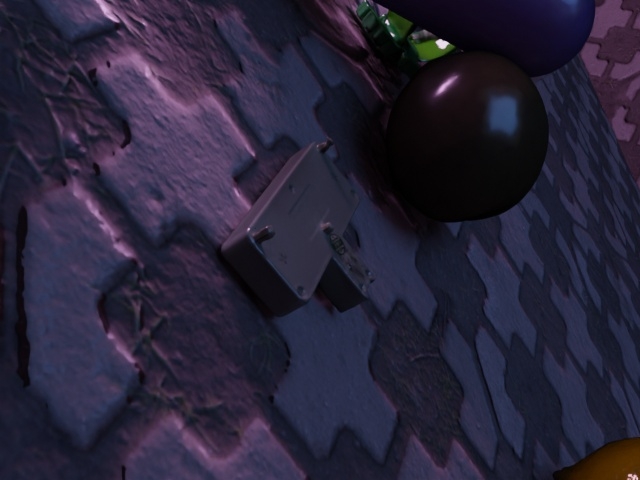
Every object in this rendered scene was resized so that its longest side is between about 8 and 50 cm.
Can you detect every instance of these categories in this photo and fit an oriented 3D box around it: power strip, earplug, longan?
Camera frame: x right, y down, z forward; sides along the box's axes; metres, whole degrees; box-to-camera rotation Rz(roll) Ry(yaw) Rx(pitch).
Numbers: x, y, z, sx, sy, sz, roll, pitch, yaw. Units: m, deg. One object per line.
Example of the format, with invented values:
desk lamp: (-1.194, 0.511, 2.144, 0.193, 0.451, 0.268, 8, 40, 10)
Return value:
power strip: (0.000, 0.000, 0.716, 0.145, 0.061, 0.215, 52, 32, -15)
earplug: (0.172, -0.388, 0.988, 0.456, 0.215, 0.215, 30, 37, -7)
longan: (0.194, -0.129, 0.969, 0.248, 0.248, 0.248, 37, 38, -36)

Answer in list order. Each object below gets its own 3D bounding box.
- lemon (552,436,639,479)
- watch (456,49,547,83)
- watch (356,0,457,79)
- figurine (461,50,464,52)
lemon: (0.425, 0.373, 0.899, 0.253, 0.228, 0.228, 58, 30, 0)
watch: (0.333, -0.405, 1.432, 0.241, 0.162, 0.253, 60, 2, -7)
watch: (0.162, -0.345, 1.142, 0.165, 0.152, 0.131, 27, 35, -54)
figurine: (0.284, -0.349, 1.265, 0.121, 0.262, 0.164, -24, 82, -21)
